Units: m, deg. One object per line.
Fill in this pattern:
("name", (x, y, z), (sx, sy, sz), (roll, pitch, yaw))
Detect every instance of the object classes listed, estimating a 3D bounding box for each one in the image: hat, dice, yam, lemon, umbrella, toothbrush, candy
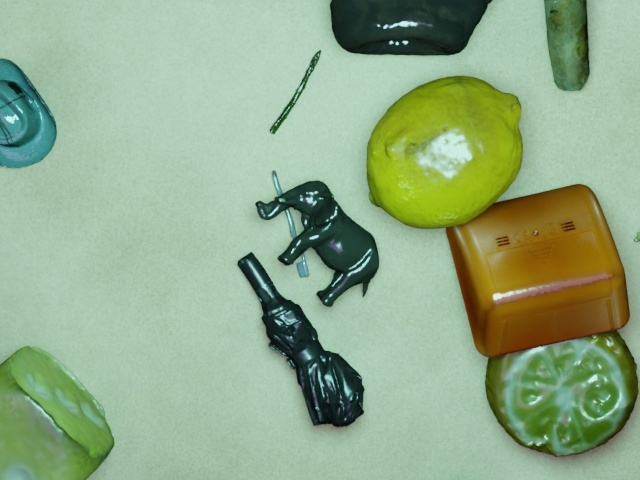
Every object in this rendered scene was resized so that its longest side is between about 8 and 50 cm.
("hat", (-0.532, -0.212, 1.791), (0.138, 0.078, 0.191), (-29, 96, 7))
("dice", (-0.505, 0.334, 1.784), (0.226, 0.238, 0.233), (-39, 94, 5))
("yam", (0.386, -0.380, 1.687), (0.071, 0.067, 0.317), (-19, 128, -3))
("lemon", (0.199, -0.141, 1.710), (0.288, 0.233, 0.233), (-38, 95, 17))
("umbrella", (-0.038, 0.169, 1.828), (0.118, 0.118, 0.340), (-33, 86, 5))
("toothbrush", (-0.053, -0.028, 1.836), (0.019, 0.013, 0.193), (-15, 98, 12))
("candy", (0.405, 0.238, 1.807), (0.259, 0.118, 0.260), (0, 93, 3))

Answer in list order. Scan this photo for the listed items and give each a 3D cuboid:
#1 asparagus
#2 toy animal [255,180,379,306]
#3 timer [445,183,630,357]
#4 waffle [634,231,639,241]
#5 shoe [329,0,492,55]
("asparagus", (-0.040, -0.251, 1.805), (0.016, 0.016, 0.163), (34, 99, 16))
("toy animal", (-0.003, -0.003, 1.793), (0.146, 0.114, 0.245), (-45, 119, 1))
("timer", (0.351, 0.027, 1.743), (0.257, 0.161, 0.250), (-13, 53, 3))
("waffle", (0.581, -0.101, 1.805), (0.125, 0.032, 0.191), (-10, 95, 5))
("shoe", (0.198, -0.416, 1.698), (0.383, 0.171, 0.237), (-12, 95, 2))
